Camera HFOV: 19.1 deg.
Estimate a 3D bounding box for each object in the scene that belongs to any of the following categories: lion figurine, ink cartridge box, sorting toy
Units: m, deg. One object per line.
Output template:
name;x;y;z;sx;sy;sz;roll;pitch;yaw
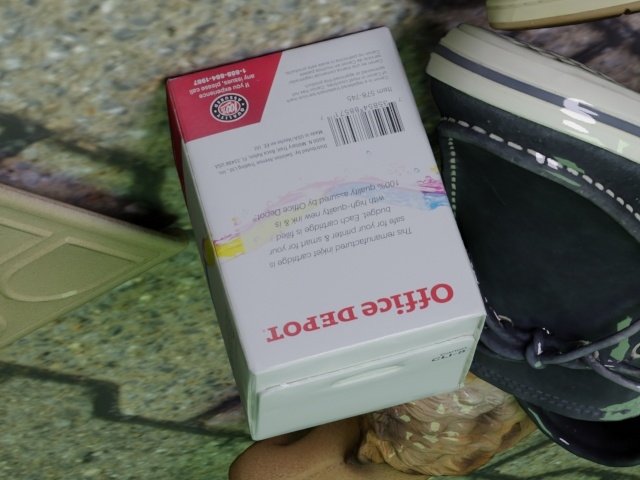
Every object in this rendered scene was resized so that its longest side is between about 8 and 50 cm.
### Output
lion figurine;0.035;0.157;1.467;0.240;0.142;0.392;-12;155;-50
ink cartridge box;0.000;0.000;1.034;0.128;0.176;0.127;-13;158;-7
sorting toy;-0.259;0.041;1.143;0.307;0.041;0.229;-27;160;25

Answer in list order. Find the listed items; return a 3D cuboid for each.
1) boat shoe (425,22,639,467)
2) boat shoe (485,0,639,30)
boat shoe;0.159;0.024;1.143;0.156;0.187;0.500;-60;157;-10
boat shoe;0.209;-0.174;0.913;0.285;0.089;0.104;-19;-176;12
